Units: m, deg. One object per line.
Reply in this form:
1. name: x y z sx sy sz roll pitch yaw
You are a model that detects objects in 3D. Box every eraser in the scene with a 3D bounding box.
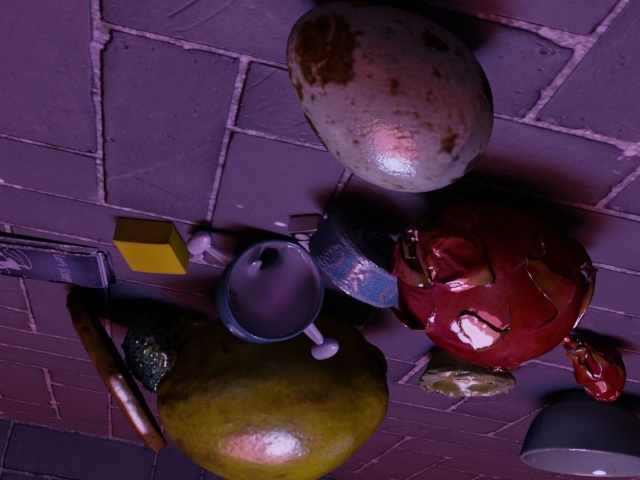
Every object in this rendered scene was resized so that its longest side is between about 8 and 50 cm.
1. eraser: 0.000 0.000 1.489 0.052 0.029 0.122 -4 154 28
2. eraser: -0.275 0.010 1.593 0.097 0.045 0.122 4 155 9

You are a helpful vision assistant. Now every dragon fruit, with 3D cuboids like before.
1. dragon fruit: 0.230 0.059 1.310 0.250 0.250 0.315 -3 170 26
2. dragon fruit: 0.485 0.208 1.735 0.094 0.094 0.190 -13 125 41

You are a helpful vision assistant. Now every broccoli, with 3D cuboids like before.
1. broccoli: -0.289 0.233 1.956 0.226 0.176 0.198 -2 -155 -25

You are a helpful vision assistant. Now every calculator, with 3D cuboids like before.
1. calculator: -0.512 0.035 1.760 0.274 0.028 0.166 8 154 -3

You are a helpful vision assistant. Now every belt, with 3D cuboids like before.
1. belt: 0.064 0.022 1.387 0.082 0.148 0.163 -45 164 18

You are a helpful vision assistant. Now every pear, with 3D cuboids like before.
1. pear: -0.080 0.280 1.760 0.413 0.352 0.352 -4 156 0

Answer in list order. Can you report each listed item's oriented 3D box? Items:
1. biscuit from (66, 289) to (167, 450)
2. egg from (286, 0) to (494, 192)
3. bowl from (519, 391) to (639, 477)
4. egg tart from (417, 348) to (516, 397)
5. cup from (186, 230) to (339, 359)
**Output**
1. biscuit: -0.405 0.260 1.922 0.046 0.359 0.359 -29 158 -10
2. egg: 0.067 -0.145 0.963 0.231 0.169 0.169 32 149 -21
3. bowl: 0.573 0.409 2.081 0.289 0.146 0.289 6 158 2
4. egg tart: 0.291 0.263 1.932 0.197 0.078 0.197 6 159 2
5. cup: -0.096 0.091 1.580 0.299 0.167 0.173 41 159 -7
